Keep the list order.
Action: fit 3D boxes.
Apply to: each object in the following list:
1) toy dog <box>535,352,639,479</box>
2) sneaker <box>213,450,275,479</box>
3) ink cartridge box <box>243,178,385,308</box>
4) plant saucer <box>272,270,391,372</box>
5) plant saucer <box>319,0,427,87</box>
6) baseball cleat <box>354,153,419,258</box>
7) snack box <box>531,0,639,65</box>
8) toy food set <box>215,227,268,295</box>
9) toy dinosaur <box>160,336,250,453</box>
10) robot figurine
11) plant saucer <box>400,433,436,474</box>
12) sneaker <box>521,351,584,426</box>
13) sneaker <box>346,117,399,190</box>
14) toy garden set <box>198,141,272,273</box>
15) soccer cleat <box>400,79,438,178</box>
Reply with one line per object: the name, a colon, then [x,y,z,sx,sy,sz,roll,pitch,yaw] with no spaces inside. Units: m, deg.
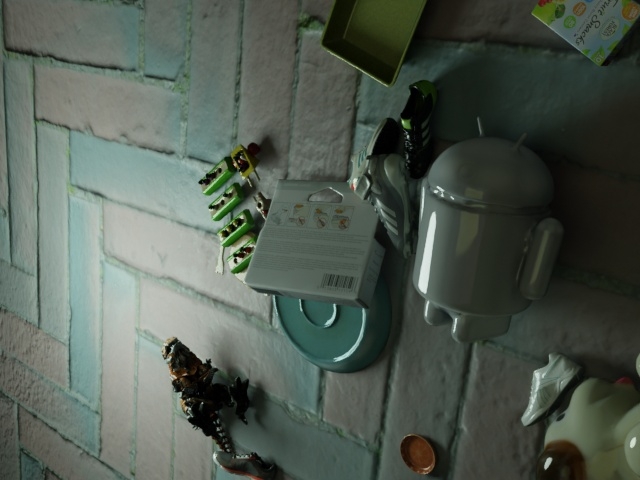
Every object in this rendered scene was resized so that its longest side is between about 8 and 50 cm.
toy dog: [0.518,0.325,1.051,0.408,0.284,0.395,9,106,45]
sneaker: [-0.179,0.529,1.804,0.158,0.061,0.065,21,101,1]
ink cartridge box: [0.000,0.000,1.495,0.275,0.060,0.239,5,68,33]
plant saucer: [0.007,0.131,1.576,0.317,0.044,0.317,12,108,39]
plant saucer: [0.105,-0.401,1.360,0.188,0.045,0.188,38,122,28]
baseball cleat: [0.121,-0.064,1.386,0.109,0.072,0.206,2,114,22]
snack box: [0.402,-0.343,1.126,0.141,0.037,0.100,47,127,21]
toy food set: [-0.159,0.043,1.705,0.192,0.038,0.132,20,106,41]
toy dinosaur: [-0.278,0.382,1.836,0.218,0.164,0.322,6,143,54]
robot figurine: [0.261,-0.015,1.218,0.300,0.200,0.353,29,120,48]
plant saucer: [0.197,0.426,1.504,0.083,0.013,0.083,11,107,39]
sneaker: [0.386,0.254,1.282,0.061,0.054,0.152,46,120,34]
sneaker: [0.091,-0.163,1.423,0.075,0.057,0.161,38,118,43]
toy garden set: [-0.183,-0.078,1.657,0.204,0.049,0.244,-36,69,39]
soccer cleat: [0.167,-0.196,1.338,0.060,0.072,0.179,17,111,37]
